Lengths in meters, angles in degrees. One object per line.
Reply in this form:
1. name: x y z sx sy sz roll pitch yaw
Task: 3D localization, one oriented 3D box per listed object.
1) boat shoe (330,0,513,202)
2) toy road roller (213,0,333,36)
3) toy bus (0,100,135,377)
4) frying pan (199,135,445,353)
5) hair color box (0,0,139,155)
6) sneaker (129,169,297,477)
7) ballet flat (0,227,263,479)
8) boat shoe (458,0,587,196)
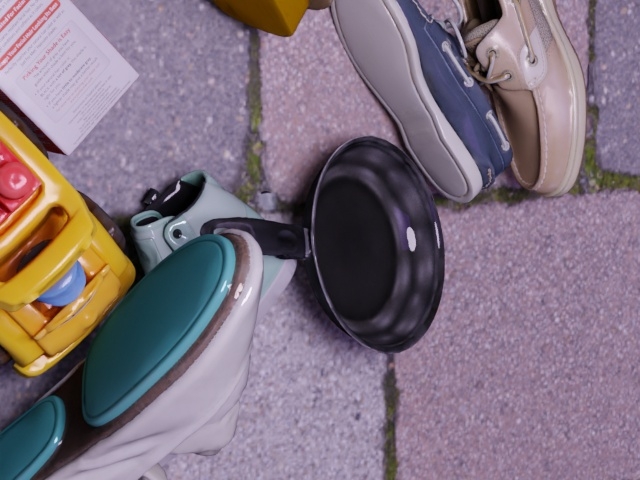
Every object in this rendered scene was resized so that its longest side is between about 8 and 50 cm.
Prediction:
1. boat shoe: 0.096 -0.157 1.434 0.079 0.095 0.254 -39 104 -27
2. toy road roller: -0.096 -0.334 1.264 0.202 0.240 0.329 -63 159 -10
3. toy bus: -0.232 -0.012 1.161 0.220 0.211 0.149 47 73 -11
4. frying pan: 0.010 0.027 1.377 0.326 0.053 0.197 -32 108 -49
5. hair color box: -0.235 -0.157 1.252 0.093 0.053 0.167 -51 120 -16
6. sneaker: -0.136 0.062 1.317 0.151 0.094 0.256 47 61 -34
7. ballet flat: -0.147 0.143 1.209 0.139 0.139 0.400 31 118 -32
8. boat shoe: 0.172 -0.185 1.482 0.098 0.109 0.302 -13 97 -25
